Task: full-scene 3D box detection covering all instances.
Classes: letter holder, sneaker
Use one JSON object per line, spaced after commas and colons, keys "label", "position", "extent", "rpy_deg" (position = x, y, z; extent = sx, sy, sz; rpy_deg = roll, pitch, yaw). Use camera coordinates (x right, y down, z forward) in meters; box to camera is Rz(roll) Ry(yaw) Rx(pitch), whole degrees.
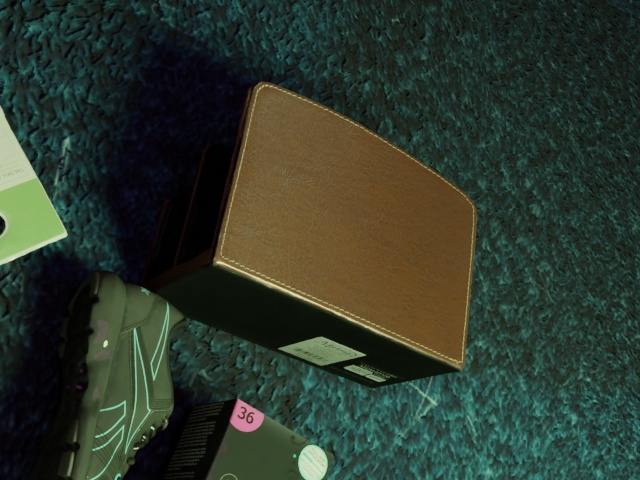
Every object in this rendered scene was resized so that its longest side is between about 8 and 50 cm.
{"label": "letter holder", "position": [0.000, 0.000, 0.907], "extent": [0.302, 0.152, 0.214], "rpy_deg": [25, 61, -29]}
{"label": "sneaker", "position": [-0.180, 0.160, 0.757], "extent": [0.106, 0.101, 0.267], "rpy_deg": [23, 65, -32]}

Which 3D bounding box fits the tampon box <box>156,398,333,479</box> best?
{"label": "tampon box", "position": [-0.083, 0.246, 0.801], "extent": [0.120, 0.101, 0.161], "rpy_deg": [35, 58, -24]}

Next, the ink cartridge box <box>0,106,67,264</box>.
{"label": "ink cartridge box", "position": [-0.344, -0.073, 0.730], "extent": [0.171, 0.056, 0.235], "rpy_deg": [-29, 96, -38]}
